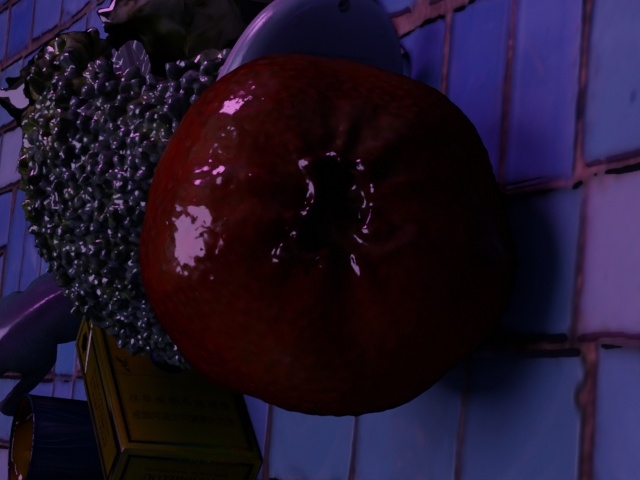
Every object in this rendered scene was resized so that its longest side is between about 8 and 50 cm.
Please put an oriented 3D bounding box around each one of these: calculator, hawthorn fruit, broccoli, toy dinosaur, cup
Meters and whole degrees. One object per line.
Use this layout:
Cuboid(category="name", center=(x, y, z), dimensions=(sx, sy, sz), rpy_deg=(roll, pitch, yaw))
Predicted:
Cuboid(category="calculator", center=(-0.021, -0.059, 1.439), dimensions=(0.041, 0.185, 0.299), rpy_deg=(34, 115, 49))
Cuboid(category="hawthorn fruit", center=(0.000, 0.000, 1.303), dimensions=(0.307, 0.265, 0.265), rpy_deg=(95, -179, -85))
Cuboid(category="broccoli", center=(-0.123, -0.055, 1.570), dimensions=(0.277, 0.338, 0.317), rpy_deg=(23, 83, 42))
Cuboid(category="toy dinosaur", center=(-0.291, 0.059, 1.952), dimensions=(0.129, 0.383, 0.331), rpy_deg=(54, 157, 14))
Cuboid(category="cup", center=(-0.271, 0.251, 2.011), dimensions=(0.113, 0.138, 0.150), rpy_deg=(-175, 92, -68))

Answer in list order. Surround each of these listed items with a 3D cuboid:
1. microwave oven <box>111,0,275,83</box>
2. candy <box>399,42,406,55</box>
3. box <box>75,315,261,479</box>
Cuboid(category="microwave oven", center=(-0.120, -0.193, 1.777), dimensions=(0.194, 0.145, 0.240), rpy_deg=(-113, 36, -46))
Cuboid(category="candy", center=(0.026, -0.190, 1.543), dimensions=(0.182, 0.053, 0.046), rpy_deg=(-113, 30, -54))
Cuboid(category="box", center=(-0.152, 0.155, 1.748), dimensions=(0.220, 0.141, 0.064), rpy_deg=(-113, 36, -52))
